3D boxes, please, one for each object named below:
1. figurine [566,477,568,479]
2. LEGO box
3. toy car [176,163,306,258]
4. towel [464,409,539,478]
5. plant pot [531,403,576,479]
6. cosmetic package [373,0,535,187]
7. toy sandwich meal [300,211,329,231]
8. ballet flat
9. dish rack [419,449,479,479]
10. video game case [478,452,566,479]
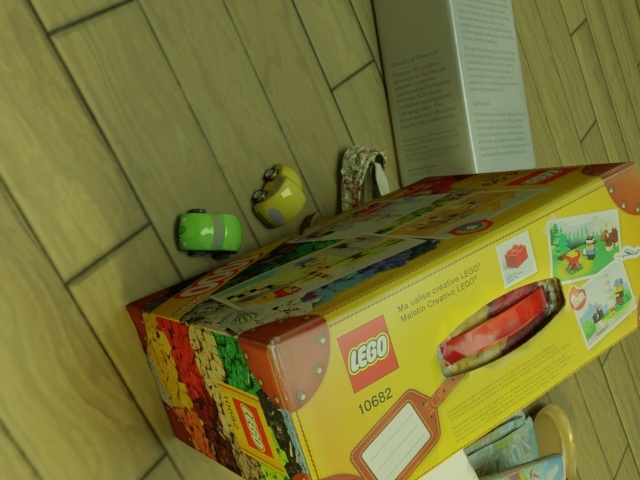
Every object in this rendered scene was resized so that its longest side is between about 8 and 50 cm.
[{"bbox_3d":[0.341,0.524,1.343,0.209,0.092,0.215,-7,91,-38],"label":"figurine"},{"bbox_3d":[0.084,0.081,0.915,0.500,0.372,0.193,-24,103,-30],"label":"LEGO box"},{"bbox_3d":[-0.094,-0.002,1.061,0.225,0.053,0.239,7,80,-48],"label":"toy car"},{"bbox_3d":[0.301,0.520,1.416,0.320,0.090,0.374,-12,93,-46],"label":"towel"},{"bbox_3d":[0.488,0.472,1.671,0.236,0.032,0.236,9,77,-48],"label":"plant pot"},{"bbox_3d":[0.236,-0.333,1.400,0.230,0.161,0.453,-10,93,-48],"label":"cosmetic package"},{"bbox_3d":[0.000,0.000,1.189,0.085,0.029,0.085,16,72,-58],"label":"toy sandwich meal"},{"bbox_3d":[0.075,-0.037,1.241,0.091,0.077,0.241,0,85,-51],"label":"ballet flat"},{"bbox_3d":[0.087,0.382,1.091,0.333,0.072,0.285,-32,104,-21],"label":"dish rack"},{"bbox_3d":[0.342,0.477,1.284,0.193,0.023,0.212,-4,90,-34],"label":"video game case"}]
